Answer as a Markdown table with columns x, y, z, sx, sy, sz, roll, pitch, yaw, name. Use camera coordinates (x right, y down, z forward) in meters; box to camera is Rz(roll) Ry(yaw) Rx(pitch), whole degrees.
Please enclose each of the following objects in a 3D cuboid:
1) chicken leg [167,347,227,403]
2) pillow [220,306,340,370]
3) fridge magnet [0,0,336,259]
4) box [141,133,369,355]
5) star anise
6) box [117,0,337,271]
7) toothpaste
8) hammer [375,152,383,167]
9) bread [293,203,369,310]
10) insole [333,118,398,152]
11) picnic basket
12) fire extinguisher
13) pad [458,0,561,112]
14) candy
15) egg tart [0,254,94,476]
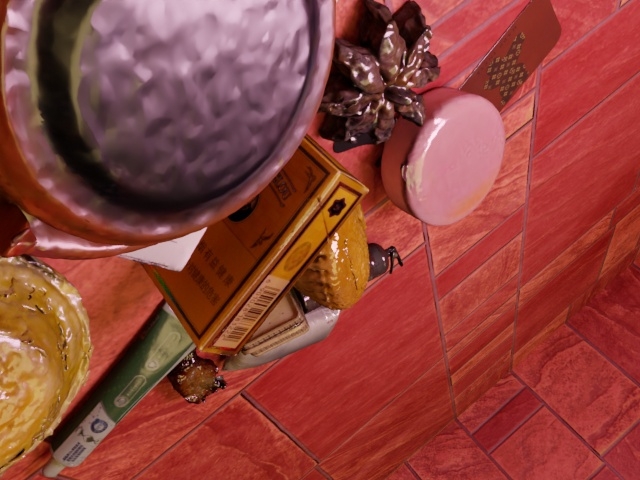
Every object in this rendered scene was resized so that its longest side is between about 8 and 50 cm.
| x | y | z | sx | sy | sz | roll | pitch | yaw | name |
| --- | --- | --- | --- | --- | --- | --- | --- | --- | --- |
| -0.230 | 0.225 | 1.094 | 0.105 | 0.051 | 0.253 | -29 | 143 | -28 | chicken leg |
| -0.077 | 0.194 | 1.195 | 0.253 | 0.078 | 0.144 | -16 | 159 | -36 | pillow |
| -0.125 | -0.140 | 0.427 | 0.363 | 0.155 | 0.364 | -31 | 139 | -31 | fridge magnet |
| -0.101 | -0.018 | 0.828 | 0.301 | 0.193 | 0.084 | -51 | 147 | 11 | box |
| 0.094 | -0.233 | 0.885 | 0.235 | 0.109 | 0.223 | -11 | 131 | -37 | star anise |
| -0.186 | -0.192 | 0.556 | 0.344 | 0.122 | 0.385 | 23 | 100 | -54 | box |
| -0.337 | 0.255 | 1.003 | 0.098 | 0.061 | 0.392 | 40 | 95 | -28 | toothpaste |
| 0.167 | -0.134 | 1.152 | 0.062 | 0.013 | 0.199 | -50 | 146 | 10 | hammer |
| 0.004 | 0.001 | 0.958 | 0.138 | 0.240 | 0.240 | -10 | 149 | 13 | bread |
| 0.083 | -0.179 | 1.021 | 0.152 | 0.002 | 0.053 | -23 | 142 | -29 | insole |
| -0.099 | 0.096 | 0.974 | 0.115 | 0.164 | 0.079 | -26 | 155 | 0 | picnic basket |
| 0.061 | 0.070 | 1.207 | 0.267 | 0.072 | 0.089 | -25 | 121 | -27 | fire extinguisher |
| 0.358 | -0.328 | 1.150 | 0.267 | 0.004 | 0.181 | -51 | 146 | 12 | pad |
| 0.217 | -0.147 | 1.072 | 0.255 | 0.094 | 0.256 | -17 | 123 | -28 | candy |
| -0.411 | 0.166 | 0.677 | 0.341 | 0.132 | 0.342 | -15 | 113 | -39 | egg tart |
